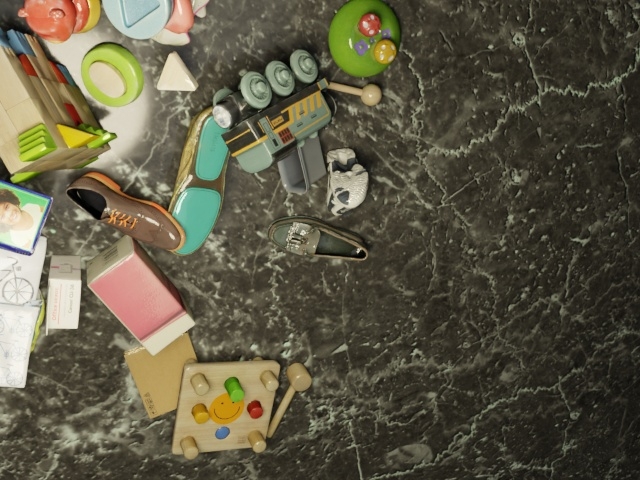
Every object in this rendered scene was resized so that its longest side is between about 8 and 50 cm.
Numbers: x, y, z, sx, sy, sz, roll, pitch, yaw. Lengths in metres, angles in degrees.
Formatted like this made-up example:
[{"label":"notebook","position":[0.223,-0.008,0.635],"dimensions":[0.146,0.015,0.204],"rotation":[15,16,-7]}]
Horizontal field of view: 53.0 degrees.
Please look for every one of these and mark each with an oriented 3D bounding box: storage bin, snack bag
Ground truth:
[{"label":"storage bin","position":[-0.047,-0.193,1.544],"dimensions":[0.091,0.098,0.135],"rotation":[-32,119,-38]},{"label":"snack bag","position":[-0.754,0.122,1.340],"dimensions":[0.322,0.037,0.343],"rotation":[13,76,-25]}]

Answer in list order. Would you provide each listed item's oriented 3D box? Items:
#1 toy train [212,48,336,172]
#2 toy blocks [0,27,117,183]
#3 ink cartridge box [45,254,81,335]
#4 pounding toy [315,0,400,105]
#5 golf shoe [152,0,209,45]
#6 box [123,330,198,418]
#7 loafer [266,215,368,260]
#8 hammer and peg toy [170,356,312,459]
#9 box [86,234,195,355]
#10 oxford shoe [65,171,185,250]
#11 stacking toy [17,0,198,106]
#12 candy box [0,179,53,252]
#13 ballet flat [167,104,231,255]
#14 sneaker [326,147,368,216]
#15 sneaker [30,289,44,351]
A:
[{"label":"toy train","position":[-0.091,-0.283,1.395],"dimensions":[0.334,0.142,0.190],"rotation":[-41,108,-45]},{"label":"toy blocks","position":[-0.542,-0.268,1.210],"dimensions":[0.190,0.381,0.261],"rotation":[-27,97,3]},{"label":"ink cartridge box","position":[-0.558,0.117,1.398],"dimensions":[0.067,0.198,0.116],"rotation":[3,107,-21]},{"label":"pounding toy","position":[0.112,-0.444,1.496],"dimensions":[0.182,0.110,0.237],"rotation":[14,103,-23]},{"label":"golf shoe","position":[-0.279,-0.549,1.327],"dimensions":[0.140,0.115,0.306],"rotation":[21,108,-33]},{"label":"box","position":[-0.388,0.342,1.638],"dimensions":[0.164,0.021,0.201],"rotation":[-19,113,-13]},{"label":"loafer","position":[0.000,0.000,1.624],"dimensions":[0.267,0.084,0.096],"rotation":[10,105,-23]},{"label":"hammer and peg toy","position":[-0.194,0.435,1.667],"dimensions":[0.361,0.127,0.266],"rotation":[4,108,-27]},{"label":"box","position":[-0.414,0.122,1.480],"dimensions":[0.126,0.148,0.232],"rotation":[-37,117,-6]},{"label":"oxford shoe","position":[-0.424,-0.048,1.390],"dimensions":[0.271,0.098,0.097],"rotation":[28,111,1]},{"label":"stacking toy","position":[-0.402,-0.386,1.249],"dimensions":[0.308,0.130,0.280],"rotation":[-5,120,15]},{"label":"candy box","position":[-0.698,-0.072,1.234],"dimensions":[0.317,0.268,0.122],"rotation":[19,79,-24]},{"label":"ballet flat","position":[-0.277,-0.139,1.460],"dimensions":[0.123,0.123,0.349],"rotation":[11,107,-23]},{"label":"sneaker","position":[0.065,-0.105,1.541],"dimensions":[0.093,0.235,0.153],"rotation":[-13,125,-6]},{"label":"sneaker","position":[-0.674,0.218,1.432],"dimensions":[0.091,0.126,0.240],"rotation":[10,105,-23]}]
